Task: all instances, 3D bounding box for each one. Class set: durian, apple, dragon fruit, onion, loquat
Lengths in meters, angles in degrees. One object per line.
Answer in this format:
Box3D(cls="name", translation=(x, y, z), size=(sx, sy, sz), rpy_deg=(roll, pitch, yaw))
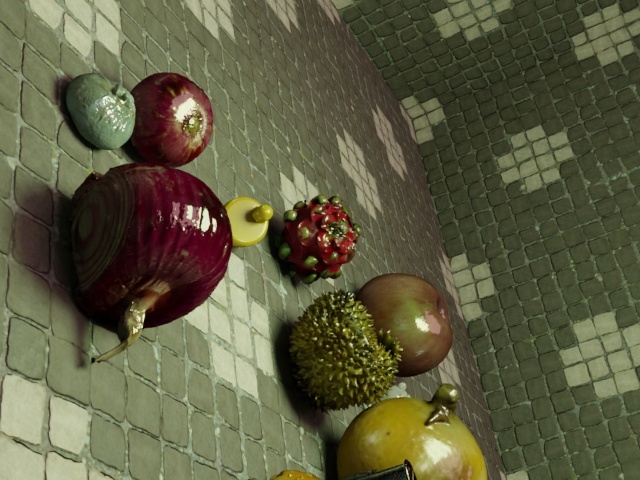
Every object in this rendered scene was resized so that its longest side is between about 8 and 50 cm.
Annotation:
Box3D(cls="durian", translation=(0.041, 0.238, 1.885), size=(0.258, 0.258, 0.293), rpy_deg=(60, 10, -22))
Box3D(cls="apple", translation=(0.234, 0.224, 2.413), size=(0.305, 0.235, 0.305), rpy_deg=(57, 20, -33))
Box3D(cls="dragon fruit", translation=(0.007, 0.000, 2.085), size=(0.273, 0.198, 0.218), rpy_deg=(17, 79, -66))
Box3D(cls="onion", translation=(-0.246, 0.005, 1.332), size=(0.272, 0.231, 0.256), rpy_deg=(63, 17, 10))
Box3D(cls="loquat", translation=(0.202, 0.469, 1.870), size=(0.359, 0.329, 0.328), rpy_deg=(-67, 159, 5))
Box3D(cls="onion", translation=(-0.283, -0.223, 1.615), size=(0.177, 0.154, 0.177), rpy_deg=(4, 90, -78))

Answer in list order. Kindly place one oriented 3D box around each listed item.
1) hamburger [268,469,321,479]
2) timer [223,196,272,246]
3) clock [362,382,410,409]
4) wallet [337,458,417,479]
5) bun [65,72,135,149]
Box3D(cls="hamburger", translation=(0.006, 0.521, 1.471), size=(0.314, 0.170, 0.290), rpy_deg=(47, 0, 23))
Box3D(cls="timer", translation=(-0.157, -0.040, 1.806), size=(0.109, 0.107, 0.107), rpy_deg=(-21, -89, 65))
Box3D(cls="clock", translation=(0.159, 0.373, 2.217), size=(0.176, 0.117, 0.080), rpy_deg=(68, 18, 3))
Box3D(cls="wallet", translation=(0.105, 0.576, 1.668), size=(0.071, 0.221, 0.262), rpy_deg=(45, 28, -60))
Box3D(cls="bun", translation=(-0.365, -0.224, 1.483), size=(0.141, 0.083, 0.140), rpy_deg=(50, 28, -39))
